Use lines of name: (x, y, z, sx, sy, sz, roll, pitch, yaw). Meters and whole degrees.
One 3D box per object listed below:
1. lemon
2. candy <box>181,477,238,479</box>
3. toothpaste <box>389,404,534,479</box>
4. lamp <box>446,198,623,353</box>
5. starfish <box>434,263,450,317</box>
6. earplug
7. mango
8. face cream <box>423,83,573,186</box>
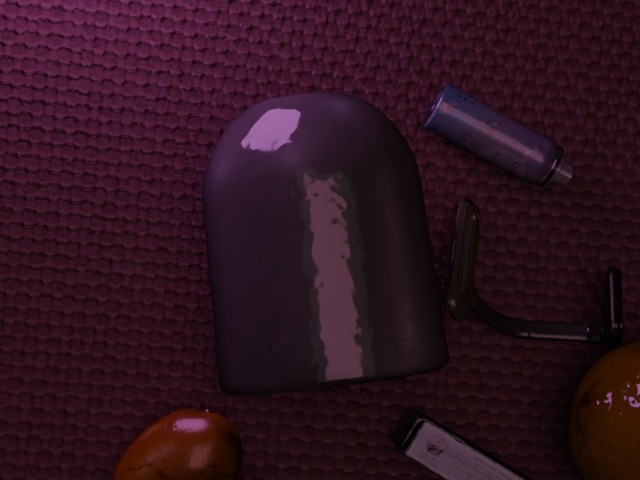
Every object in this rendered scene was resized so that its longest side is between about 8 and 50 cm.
lemon: (0.487, 0.271, 1.825, 0.293, 0.293, 0.293, 0, 87, -7)
candy: (-0.163, 0.428, 1.762, 0.260, 0.118, 0.259, -8, 128, -10)
toothpaste: (0.248, 0.350, 1.882, 0.313, 0.089, 0.071, 32, 91, -5)
lamp: (0.316, 0.054, 1.911, 0.283, 0.124, 0.203, 9, 65, -4)
starfish: (0.199, 0.068, 1.927, 0.092, 0.016, 0.086, 40, 84, 2)
earplug: (0.000, 0.000, 1.764, 0.313, 0.312, 0.393, -5, 85, -7)
mango: (-0.208, 0.326, 1.812, 0.219, 0.112, 0.145, -40, 86, -6)
face cream: (0.267, -0.147, 1.918, 0.229, 0.075, 0.075, 27, 84, -4)
